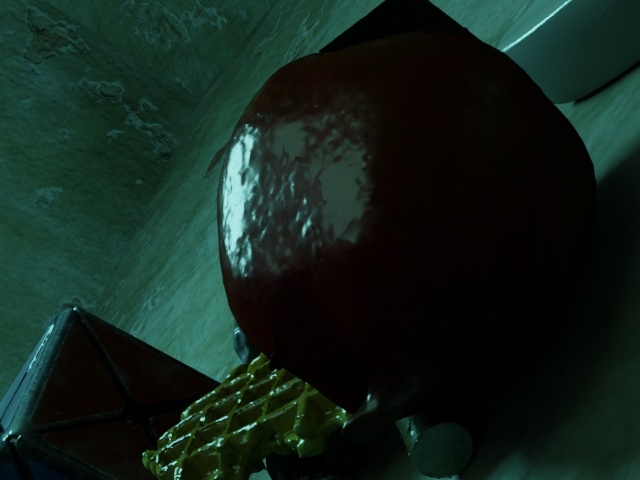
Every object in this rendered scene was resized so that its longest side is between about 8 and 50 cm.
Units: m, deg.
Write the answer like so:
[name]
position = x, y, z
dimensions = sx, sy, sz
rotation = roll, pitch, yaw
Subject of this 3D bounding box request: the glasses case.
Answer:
[glasses case]
position = 0.235, -0.184, 1.103
dimensions = 0.233, 0.092, 0.059
rotation = -39, 25, 57

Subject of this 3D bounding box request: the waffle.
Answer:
[waffle]
position = -0.034, 0.148, 1.215
dimensions = 0.301, 0.058, 0.281
rotation = -24, 15, 44

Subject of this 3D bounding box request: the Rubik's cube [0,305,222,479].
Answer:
[Rubik's cube]
position = -0.276, 0.276, 1.564
dimensions = 0.260, 0.259, 0.255
rotation = -49, 15, 30

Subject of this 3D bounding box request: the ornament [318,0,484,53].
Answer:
[ornament]
position = 0.091, -0.136, 1.448
dimensions = 0.153, 0.166, 0.196
rotation = -42, -16, -29

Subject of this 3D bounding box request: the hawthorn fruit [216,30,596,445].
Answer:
[hawthorn fruit]
position = 0.064, -0.014, 0.979
dimensions = 0.295, 0.295, 0.311
rotation = -56, 20, 12

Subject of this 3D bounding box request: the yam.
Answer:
[yam]
position = 0.083, 0.137, 1.028
dimensions = 0.054, 0.054, 0.132
rotation = -56, 14, 10

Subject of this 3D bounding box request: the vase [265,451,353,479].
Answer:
[vase]
position = -0.007, 0.214, 1.164
dimensions = 0.059, 0.059, 0.167
rotation = -59, 14, -2

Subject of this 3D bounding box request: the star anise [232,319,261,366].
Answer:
[star anise]
position = 0.000, 0.000, 1.432
dimensions = 0.359, 0.139, 0.316
rotation = -56, 20, 14
